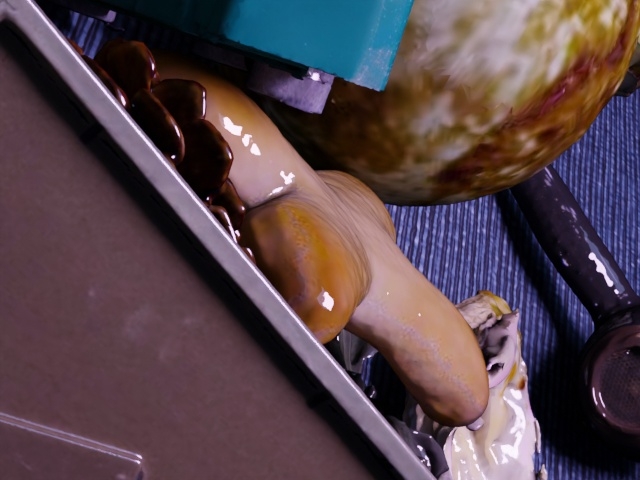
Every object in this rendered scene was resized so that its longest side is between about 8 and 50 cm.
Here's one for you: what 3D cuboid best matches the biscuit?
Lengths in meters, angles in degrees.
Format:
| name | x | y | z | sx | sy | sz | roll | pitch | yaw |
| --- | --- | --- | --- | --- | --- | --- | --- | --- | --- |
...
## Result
| name | x | y | z | sx | sy | sz | roll | pitch | yaw |
| --- | --- | --- | --- | --- | --- | --- | --- | --- | --- |
| biscuit | 0.001 | 0.000 | 0.884 | 0.164 | 0.047 | 0.208 | 54 | 10 | 28 |

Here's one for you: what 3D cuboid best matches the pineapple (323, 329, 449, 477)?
| name | x | y | z | sx | sy | sz | roll | pitch | yaw |
| --- | --- | --- | --- | --- | --- | --- | --- | --- | --- |
| pineapple | 0.031 | 0.131 | 0.949 | 0.125 | 0.125 | 0.251 | 11 | 52 | -56 |

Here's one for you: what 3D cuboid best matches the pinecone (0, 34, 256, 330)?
| name | x | y | z | sx | sy | sz | roll | pitch | yaw |
| --- | --- | --- | --- | --- | --- | --- | --- | --- | --- |
| pinecone | -0.121 | 0.007 | 0.753 | 0.165 | 0.163 | 0.163 | -23 | 86 | -29 |

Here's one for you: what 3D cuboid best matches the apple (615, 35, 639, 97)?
| name | x | y | z | sx | sy | sz | roll | pitch | yaw |
| --- | --- | --- | --- | --- | --- | --- | --- | --- | --- |
| apple | 0.185 | -0.209 | 1.436 | 0.188 | 0.174 | 0.207 | 46 | 17 | -34 |

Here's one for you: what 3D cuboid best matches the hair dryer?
| name | x | y | z | sx | sy | sz | roll | pitch | yaw |
| --- | --- | --- | --- | --- | --- | --- | --- | --- | --- |
| hair dryer | 0.187 | -0.005 | 1.356 | 0.359 | 0.120 | 0.304 | 59 | 19 | 10 |

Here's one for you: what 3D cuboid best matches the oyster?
| name | x | y | z | sx | sy | sz | roll | pitch | yaw |
| --- | --- | --- | --- | --- | --- | --- | --- | --- | --- |
| oyster | 0.078 | 0.126 | 1.080 | 0.133 | 0.072 | 0.209 | 14 | 75 | -63 |

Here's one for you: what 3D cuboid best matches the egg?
| name | x | y | z | sx | sy | sz | roll | pitch | yaw |
| --- | --- | --- | --- | --- | --- | --- | --- | --- | --- |
| egg | 0.053 | -0.132 | 1.051 | 0.289 | 0.238 | 0.238 | 97 | -21 | -69 |

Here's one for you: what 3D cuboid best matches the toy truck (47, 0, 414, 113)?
| name | x | y | z | sx | sy | sz | roll | pitch | yaw |
| --- | --- | --- | --- | --- | --- | --- | --- | --- | --- |
| toy truck | -0.060 | -0.138 | 0.881 | 0.124 | 0.253 | 0.114 | 13 | 97 | -53 |

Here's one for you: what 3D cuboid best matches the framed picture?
| name | x | y | z | sx | sy | sz | roll | pitch | yaw |
| --- | --- | --- | --- | --- | --- | --- | --- | --- | --- |
| framed picture | -0.099 | 0.081 | 0.689 | 0.289 | 0.211 | 0.020 | 51 | -5 | -23 |
